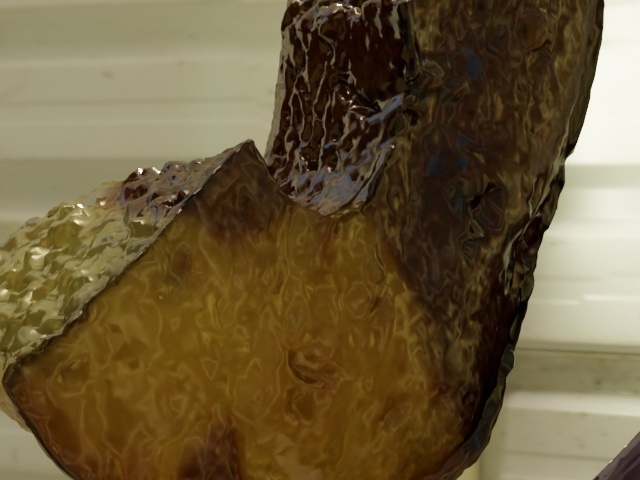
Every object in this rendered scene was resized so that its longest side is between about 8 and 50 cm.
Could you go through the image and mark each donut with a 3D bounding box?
[{"bbox_3d":[0.000,0.000,0.615,0.112,0.151,0.295,10,-135,45],"label":"donut"}]

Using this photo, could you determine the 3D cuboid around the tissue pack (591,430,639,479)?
[{"bbox_3d":[0.291,0.185,0.762,0.338,0.160,0.242,56,-49,26],"label":"tissue pack"}]
